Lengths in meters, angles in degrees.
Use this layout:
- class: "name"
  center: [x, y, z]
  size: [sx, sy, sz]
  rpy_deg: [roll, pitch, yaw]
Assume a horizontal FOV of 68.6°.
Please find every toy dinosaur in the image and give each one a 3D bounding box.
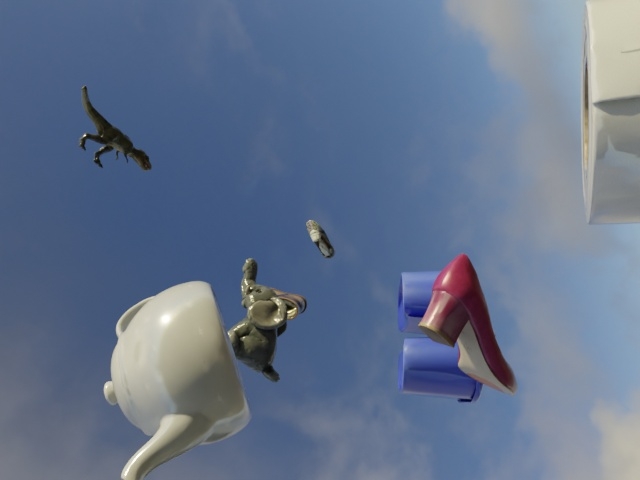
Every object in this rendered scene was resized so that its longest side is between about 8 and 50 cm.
- class: "toy dinosaur"
  center: [-0.573, -0.266, 1.248]
  size: [0.118, 0.064, 0.268]
  rpy_deg: [-49, -43, -15]

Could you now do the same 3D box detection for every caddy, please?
- class: "caddy"
  center: [0.242, 0.186, 0.906]
  size: [0.341, 0.179, 0.242]
  rpy_deg: [69, -158, -70]

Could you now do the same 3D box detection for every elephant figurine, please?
- class: "elephant figurine"
  center: [-0.150, 0.194, 1.190]
  size: [0.186, 0.169, 0.240]
  rpy_deg: [43, -111, -29]

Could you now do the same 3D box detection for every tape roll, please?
- class: "tape roll"
  center: [0.389, -0.161, 0.593]
  size: [0.286, 0.100, 0.287]
  rpy_deg: [1, -91, -63]

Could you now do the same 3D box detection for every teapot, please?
- class: "teapot"
  center: [-0.222, 0.189, 0.696]
  size: [0.187, 0.256, 0.253]
  rpy_deg: [-17, -99, -12]

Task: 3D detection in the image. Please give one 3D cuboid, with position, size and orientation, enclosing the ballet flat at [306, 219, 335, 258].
- class: "ballet flat"
  center: [0.000, 0.000, 1.194]
  size: [0.114, 0.041, 0.041]
  rpy_deg: [55, -139, -16]

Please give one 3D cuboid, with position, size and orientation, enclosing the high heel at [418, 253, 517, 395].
- class: "high heel"
  center: [0.231, 0.128, 0.668]
  size: [0.244, 0.082, 0.117]
  rpy_deg: [40, -108, -26]

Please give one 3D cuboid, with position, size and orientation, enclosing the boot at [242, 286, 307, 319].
- class: "boot"
  center: [-0.163, 0.196, 1.479]
  size: [0.269, 0.236, 0.089]
  rpy_deg: [28, -117, -82]
